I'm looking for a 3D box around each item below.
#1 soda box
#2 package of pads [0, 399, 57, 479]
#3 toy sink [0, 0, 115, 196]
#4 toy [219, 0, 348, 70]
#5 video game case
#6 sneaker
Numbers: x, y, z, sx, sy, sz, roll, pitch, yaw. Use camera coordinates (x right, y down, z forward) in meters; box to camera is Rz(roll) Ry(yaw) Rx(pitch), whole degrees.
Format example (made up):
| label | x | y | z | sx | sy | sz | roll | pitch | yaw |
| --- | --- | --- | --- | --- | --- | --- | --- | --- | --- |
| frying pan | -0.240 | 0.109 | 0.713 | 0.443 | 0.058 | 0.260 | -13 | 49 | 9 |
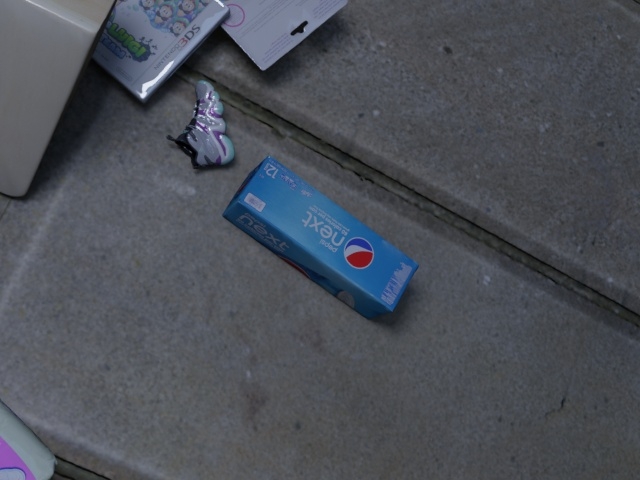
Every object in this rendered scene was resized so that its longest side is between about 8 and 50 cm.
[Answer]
| label | x | y | z | sx | sy | sz | roll | pitch | yaw |
| --- | --- | --- | --- | --- | --- | --- | --- | --- | --- |
| soda box | 0.000 | 0.000 | 1.093 | 0.210 | 0.071 | 0.067 | 36 | 68 | -10 |
| package of pads | -0.407 | 0.231 | 0.861 | 0.229 | 0.101 | 0.296 | 47 | 66 | -4 |
| toy sink | -0.310 | -0.184 | 0.967 | 0.153 | 0.234 | 0.131 | 25 | 40 | -14 |
| toy | -0.100 | -0.313 | 1.136 | 0.137 | 0.056 | 0.237 | -42 | 89 | -16 |
| video game case | -0.203 | -0.252 | 1.073 | 0.157 | 0.019 | 0.143 | 41 | 80 | 1 |
| sneaker | -0.140 | -0.126 | 1.086 | 0.069 | 0.038 | 0.098 | -16 | 83 | -25 |
